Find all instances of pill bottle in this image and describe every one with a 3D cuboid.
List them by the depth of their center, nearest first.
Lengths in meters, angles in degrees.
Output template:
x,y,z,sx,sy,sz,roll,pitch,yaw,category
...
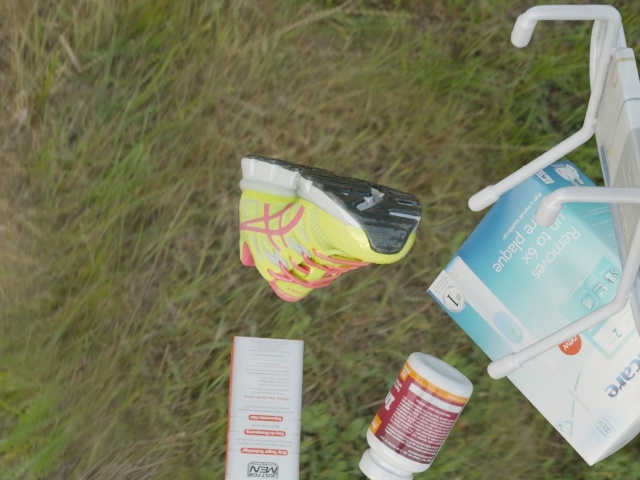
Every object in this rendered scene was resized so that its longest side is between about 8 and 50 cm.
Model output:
x,y,z,sx,sy,sz,roll,pitch,yaw,category
0.108,0.215,1.419,0.086,0.086,0.152,27,100,-6,pill bottle

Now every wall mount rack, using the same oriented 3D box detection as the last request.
x,y,z,sx,sy,sz,roll,pitch,yaw,category
0.221,-0.038,1.114,0.130,0.304,0.350,-1,56,1,wall mount rack

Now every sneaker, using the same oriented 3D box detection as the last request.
x,y,z,sx,sy,sz,roll,pitch,yaw,category
0.000,0.000,0.817,0.081,0.208,0.094,11,94,-24,sneaker

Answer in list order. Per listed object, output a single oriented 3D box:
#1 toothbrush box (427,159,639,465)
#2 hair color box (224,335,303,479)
x,y,z,sx,sy,sz,roll,pitch,yaw,category
0.309,0.081,1.445,0.295,0.216,0.126,48,32,21,toothbrush box
-0.055,0.168,1.176,0.072,0.043,0.141,5,69,-6,hair color box
